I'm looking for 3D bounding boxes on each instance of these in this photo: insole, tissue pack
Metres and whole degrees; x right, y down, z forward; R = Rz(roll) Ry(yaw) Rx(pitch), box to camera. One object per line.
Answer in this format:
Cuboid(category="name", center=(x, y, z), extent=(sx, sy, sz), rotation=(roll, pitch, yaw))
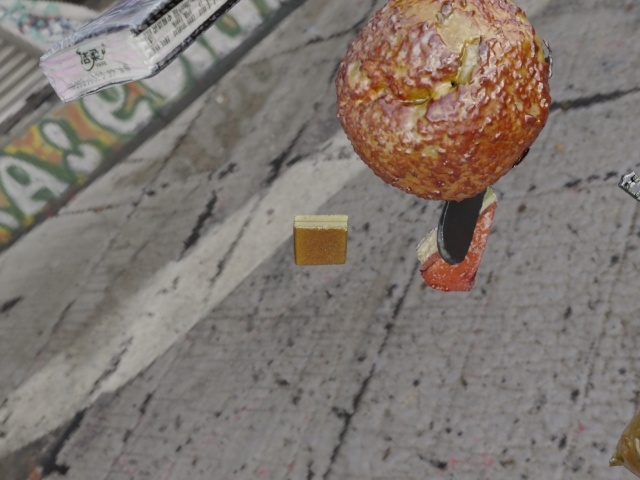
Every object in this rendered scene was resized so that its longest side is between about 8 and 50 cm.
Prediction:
Cuboid(category="insole", center=(0.197, -0.109, 1.142), extent=(0.012, 0.110, 0.309), rotation=(3, 62, 35))
Cuboid(category="tissue pack", center=(-0.310, -0.395, 1.672), extent=(0.259, 0.122, 0.361), rotation=(-11, 31, 36))

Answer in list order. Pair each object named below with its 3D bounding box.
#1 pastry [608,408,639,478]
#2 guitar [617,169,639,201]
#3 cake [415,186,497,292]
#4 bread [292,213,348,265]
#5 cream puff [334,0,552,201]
Cuboid(category="pastry", center=(0.366, 0.212, 0.847), extent=(0.100, 0.229, 0.218), rotation=(-58, 31, -2))
Cuboid(category="guitar", center=(0.573, -0.016, 1.446), extent=(0.084, 0.271, 0.038), rotation=(-50, 11, 1))
Cuboid(category="cake", center=(0.247, -0.006, 1.733), extent=(0.117, 0.220, 0.086), rotation=(-1, 40, -11))
Cuboid(category="bread", center=(0.000, 0.000, 1.502), extent=(0.090, 0.094, 0.035), rotation=(0, 47, 0))
Cuboid(category="cream puff", center=(0.121, -0.161, 0.963), extent=(0.240, 0.164, 0.240), rotation=(-7, 79, 39))
